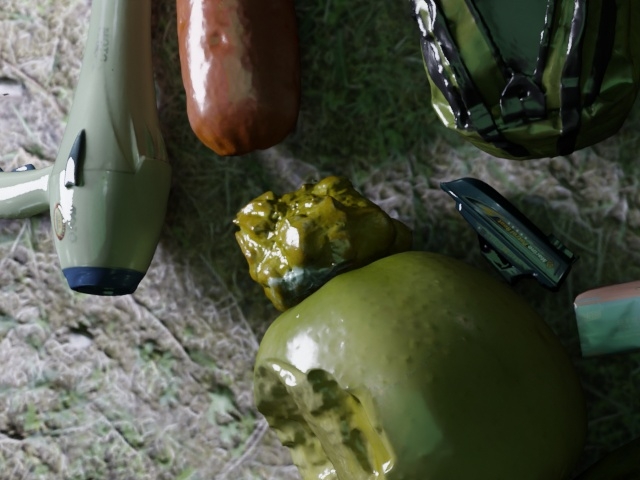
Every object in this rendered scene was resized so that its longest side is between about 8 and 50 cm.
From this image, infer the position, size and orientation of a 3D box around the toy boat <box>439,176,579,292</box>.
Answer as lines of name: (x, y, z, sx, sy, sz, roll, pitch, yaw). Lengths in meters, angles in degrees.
toy boat: (0.159, -0.007, 1.236, 0.141, 0.055, 0.060, 43, 93, 13)

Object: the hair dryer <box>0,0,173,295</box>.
hair dryer: (-0.251, -0.116, 1.355, 0.298, 0.119, 0.296, 19, 87, 29)

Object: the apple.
apple: (0.082, 0.142, 1.151, 0.279, 0.279, 0.279, -1, 88, 17)

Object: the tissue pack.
tissue pack: (0.265, 0.066, 1.194, 0.094, 0.074, 0.059, -10, 92, 15)

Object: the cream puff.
cream puff: (0.000, 0.000, 1.251, 0.146, 0.146, 0.116, -35, 63, 13)

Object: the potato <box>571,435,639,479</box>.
potato: (0.275, 0.265, 1.116, 0.304, 0.216, 0.216, -44, 77, -1)

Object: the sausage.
sausage: (-0.077, -0.206, 1.289, 0.113, 0.113, 0.259, -5, 85, 16)

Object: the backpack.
backpack: (0.175, -0.197, 1.195, 0.207, 0.140, 0.253, -8, 81, 19)
